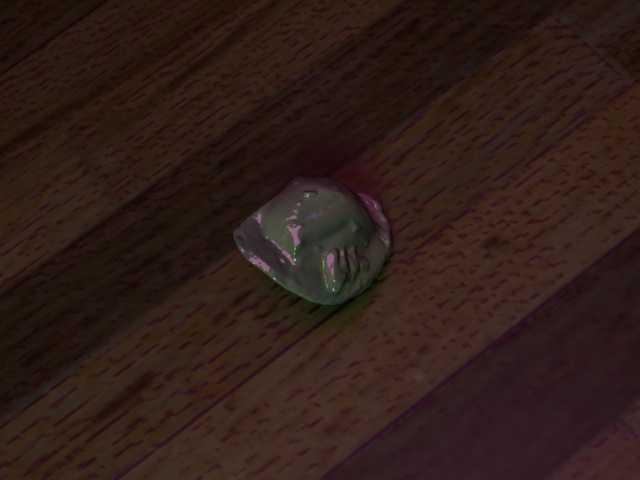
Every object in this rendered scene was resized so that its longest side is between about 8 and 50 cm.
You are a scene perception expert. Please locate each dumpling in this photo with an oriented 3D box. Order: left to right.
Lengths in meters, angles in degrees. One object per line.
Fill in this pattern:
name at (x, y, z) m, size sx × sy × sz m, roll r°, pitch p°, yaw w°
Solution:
dumpling at (0.001, -0.002, 0.526) m, size 0.057 × 0.076 × 0.052 m, roll 37°, pitch 100°, yaw 28°
